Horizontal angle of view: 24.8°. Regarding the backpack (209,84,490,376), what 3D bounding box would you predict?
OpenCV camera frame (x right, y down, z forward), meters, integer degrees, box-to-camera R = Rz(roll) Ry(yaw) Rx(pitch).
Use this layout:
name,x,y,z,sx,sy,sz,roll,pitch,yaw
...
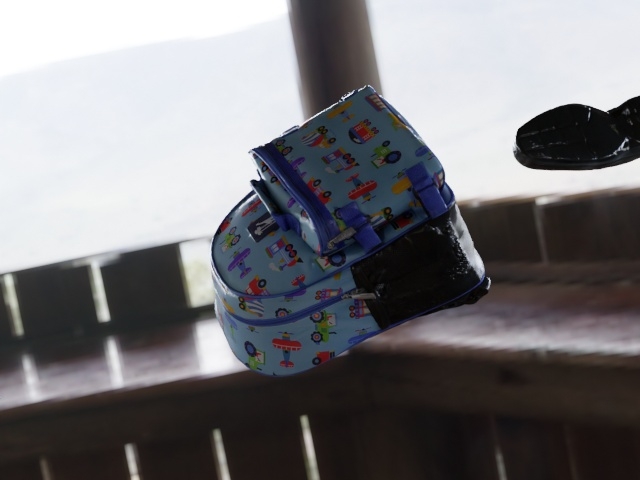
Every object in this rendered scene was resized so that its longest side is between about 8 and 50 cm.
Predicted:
name,x,y,z,sx,sy,sz,roll,pitch,yaw
backpack,0.000,0.000,0.962,0.173,0.117,0.158,-28,38,-1

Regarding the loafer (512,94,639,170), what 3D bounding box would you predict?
name,x,y,z,sx,sy,sz,roll,pitch,yaw
loafer,0.234,-0.082,1.261,0.170,0.062,0.061,-8,-24,-26
